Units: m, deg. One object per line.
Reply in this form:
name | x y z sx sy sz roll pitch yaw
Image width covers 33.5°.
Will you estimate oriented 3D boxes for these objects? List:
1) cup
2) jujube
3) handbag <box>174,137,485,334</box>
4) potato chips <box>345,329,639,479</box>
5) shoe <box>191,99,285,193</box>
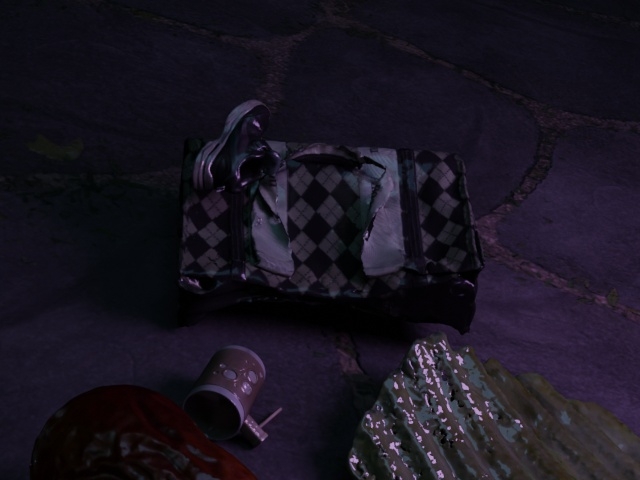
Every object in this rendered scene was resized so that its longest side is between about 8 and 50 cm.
cup | -0.096 0.179 1.238 0.102 0.074 0.099 19 33 7
jujube | -0.158 0.236 1.002 0.255 0.190 0.190 11 27 35
handbag | 0.000 0.000 1.462 0.416 0.180 0.317 4 37 -3
potato chips | 0.245 0.256 1.233 0.389 0.097 0.373 31 36 22
shoe | -0.096 -0.117 1.429 0.099 0.071 0.169 23 53 18
